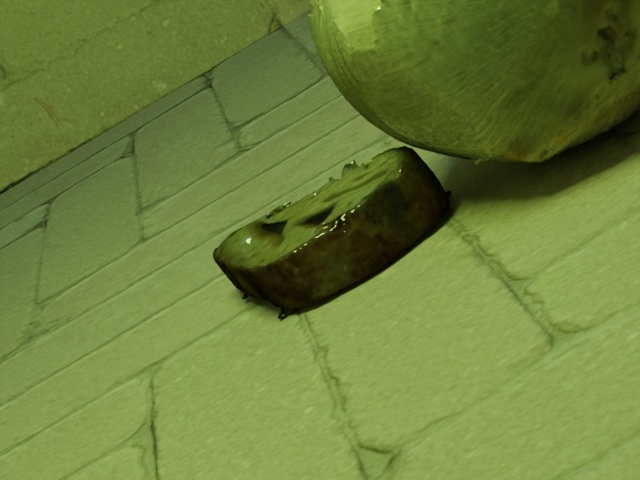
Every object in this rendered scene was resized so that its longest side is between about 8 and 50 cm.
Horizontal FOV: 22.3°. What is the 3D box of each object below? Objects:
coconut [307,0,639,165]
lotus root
[{"bbox_3d":[0.167,-0.236,1.511,0.346,0.346,0.360,-33,10,-7],"label":"coconut"},{"bbox_3d":[0.000,0.000,1.590,0.261,0.074,0.170,-27,19,17],"label":"lotus root"}]
